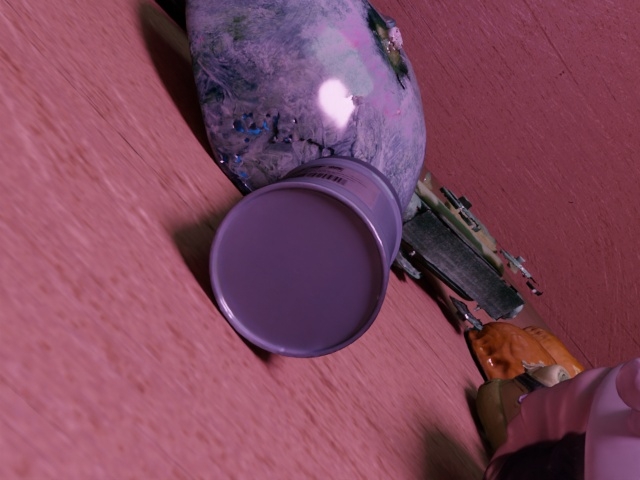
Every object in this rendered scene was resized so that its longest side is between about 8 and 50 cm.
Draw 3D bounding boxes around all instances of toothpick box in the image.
[{"bbox_3d":[0.000,0.000,0.400,0.101,0.101,0.153,53,16,-3],"label":"toothpick box"}]

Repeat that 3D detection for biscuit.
[{"bbox_3d":[0.423,0.265,1.048,0.274,0.091,0.213,64,5,22],"label":"biscuit"}]

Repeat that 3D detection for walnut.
[{"bbox_3d":[0.294,0.190,0.878,0.167,0.087,0.211,34,24,-41],"label":"walnut"}]

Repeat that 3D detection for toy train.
[{"bbox_3d":[0.183,0.000,0.862,0.307,0.126,0.189,37,24,-34],"label":"toy train"}]

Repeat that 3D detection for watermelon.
[{"bbox_3d":[0.018,-0.113,0.559,0.322,0.175,0.188,42,19,-34],"label":"watermelon"}]

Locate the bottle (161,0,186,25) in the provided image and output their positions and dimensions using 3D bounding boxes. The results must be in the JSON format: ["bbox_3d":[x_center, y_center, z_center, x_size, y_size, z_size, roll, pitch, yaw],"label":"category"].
[{"bbox_3d":[-0.180,-0.310,0.601,0.244,0.072,0.082,41,14,-37],"label":"bottle"}]

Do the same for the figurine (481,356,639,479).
[{"bbox_3d":[0.280,0.226,0.409,0.361,0.211,0.253,35,26,3],"label":"figurine"}]

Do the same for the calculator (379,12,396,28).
[{"bbox_3d":[-0.020,-0.338,0.915,0.256,0.054,0.386,8,27,-3],"label":"calculator"}]

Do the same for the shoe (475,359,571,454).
[{"bbox_3d":[0.234,0.224,0.602,0.140,0.128,0.262,30,22,-25],"label":"shoe"}]
